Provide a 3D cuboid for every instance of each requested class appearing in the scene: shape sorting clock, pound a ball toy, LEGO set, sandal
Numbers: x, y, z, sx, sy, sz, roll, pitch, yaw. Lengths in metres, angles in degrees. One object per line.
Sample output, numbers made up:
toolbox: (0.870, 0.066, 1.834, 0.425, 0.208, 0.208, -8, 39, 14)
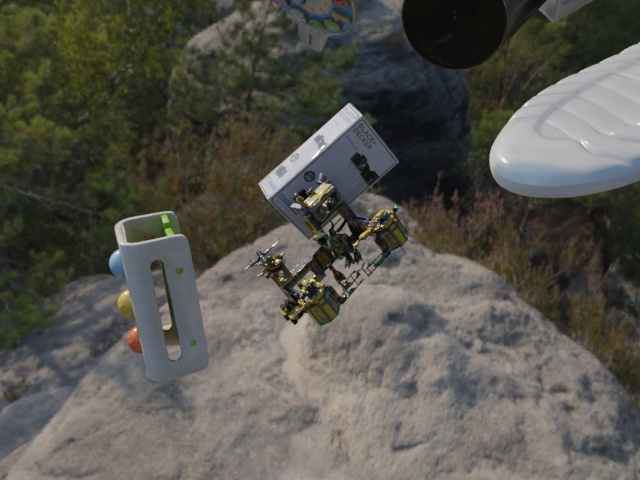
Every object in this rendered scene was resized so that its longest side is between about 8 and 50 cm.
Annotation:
shape sorting clock: (-0.027, -0.431, 1.129, 0.206, 0.206, 0.040, 30, 77, 31)
pound a ball toy: (-0.304, 0.108, 1.209, 0.135, 0.319, 0.208, -12, 27, -17)
LEGO set: (0.000, 0.000, 1.383, 0.331, 0.192, 0.255, -42, 25, -8)
sandal: (0.348, -0.129, 0.627, 0.416, 0.102, 0.169, -32, 34, -15)

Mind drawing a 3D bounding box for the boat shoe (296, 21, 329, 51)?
boat shoe: (0.001, -0.632, 1.816, 0.121, 0.335, 0.119, 28, 89, -8)

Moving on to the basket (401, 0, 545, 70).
basket: (0.201, -0.324, 0.828, 0.204, 0.154, 0.227, 12, 45, 21)

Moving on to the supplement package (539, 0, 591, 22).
supplement package: (0.414, -0.550, 1.141, 0.204, 0.145, 0.262, -31, 63, -6)

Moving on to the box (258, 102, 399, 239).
box: (0.020, -0.160, 1.543, 0.290, 0.169, 0.087, -40, 35, 5)
